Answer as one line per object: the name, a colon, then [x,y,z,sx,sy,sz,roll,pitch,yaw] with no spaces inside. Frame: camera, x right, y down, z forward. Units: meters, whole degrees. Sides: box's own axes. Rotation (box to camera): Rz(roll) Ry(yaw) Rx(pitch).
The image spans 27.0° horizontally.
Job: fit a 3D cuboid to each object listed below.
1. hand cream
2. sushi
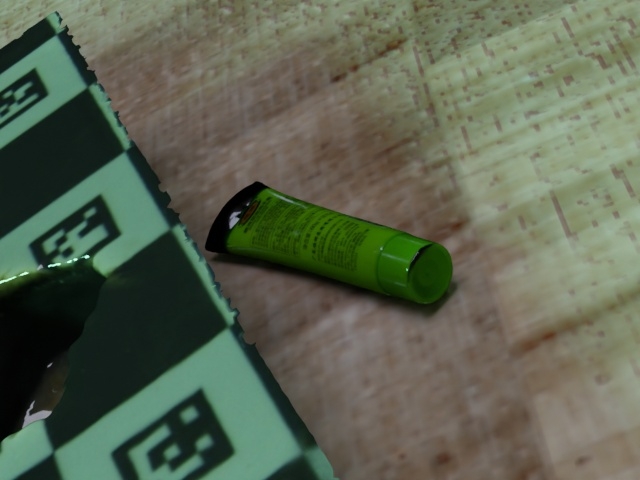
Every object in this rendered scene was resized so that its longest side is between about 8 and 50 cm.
hand cream: [0.000,0.000,0.502,0.122,0.023,0.036,17,67,49]
sushi: [-0.182,0.096,0.479,0.343,0.064,0.359,-36,37,-2]
